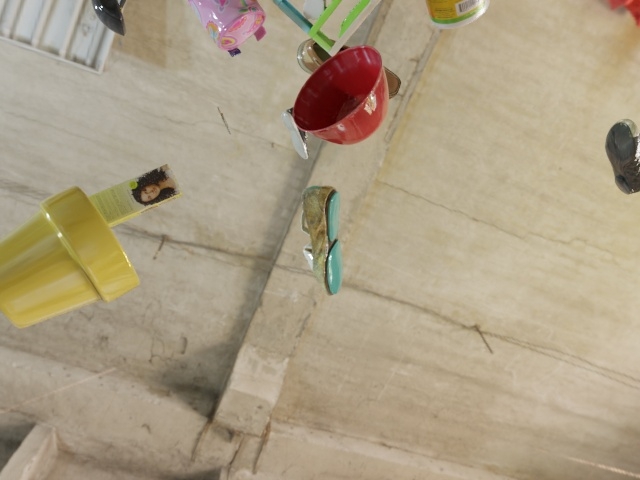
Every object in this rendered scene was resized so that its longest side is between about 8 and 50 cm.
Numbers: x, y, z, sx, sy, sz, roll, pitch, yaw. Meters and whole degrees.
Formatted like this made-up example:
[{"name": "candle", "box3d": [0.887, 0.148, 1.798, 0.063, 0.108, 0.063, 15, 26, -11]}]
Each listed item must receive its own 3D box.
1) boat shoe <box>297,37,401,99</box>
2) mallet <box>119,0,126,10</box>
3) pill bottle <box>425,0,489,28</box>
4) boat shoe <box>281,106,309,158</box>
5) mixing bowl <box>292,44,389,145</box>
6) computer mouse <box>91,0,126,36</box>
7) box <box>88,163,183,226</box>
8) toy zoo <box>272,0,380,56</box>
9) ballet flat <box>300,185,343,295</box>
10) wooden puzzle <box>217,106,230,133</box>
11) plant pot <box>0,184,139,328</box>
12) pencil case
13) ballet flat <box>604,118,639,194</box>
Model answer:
[{"name": "boat shoe", "box3d": [0.091, -0.496, 1.345, 0.323, 0.123, 0.120, 13, -176, -18]}, {"name": "mallet", "box3d": [-0.575, -0.780, 1.412, 0.039, 0.189, 0.062, 49, -142, 5]}, {"name": "pill bottle", "box3d": [0.277, -0.603, 0.988, 0.136, 0.136, 0.246, 46, 174, 43]}, {"name": "boat shoe", "box3d": [-0.049, -0.249, 1.070, 0.038, 0.125, 0.046, -41, -146, -22]}, {"name": "mixing bowl", "box3d": [0.051, -0.235, 0.809, 0.098, 0.181, 0.181, 39, -172, -42]}, {"name": "computer mouse", "box3d": [-0.578, -0.638, 1.210, 0.060, 0.262, 0.184, -20, 179, -21]}, {"name": "box", "box3d": [-0.472, -0.106, 1.155, 0.087, 0.232, 0.058, 64, 171, -4]}, {"name": "toy zoo", "box3d": [-0.026, -0.514, 0.853, 0.293, 0.192, 0.030, 38, -139, -17]}, {"name": "ballet flat", "box3d": [0.000, 0.000, 1.311, 0.123, 0.349, 0.123, -2, -147, 2]}, {"name": "wooden puzzle", "box3d": [-0.269, -0.335, 1.298, 0.006, 0.083, 0.049, -23, -130, -2]}, {"name": "plant pot", "box3d": [-0.551, 0.049, 0.957, 0.239, 0.254, 0.254, -34, -126, -27]}, {"name": "pencil case", "box3d": [-0.221, -0.525, 0.922, 0.284, 0.124, 0.124, 57, -155, -1]}, {"name": "ballet flat", "box3d": [0.515, -0.143, 0.768, 0.173, 0.049, 0.057, 45, -172, -43]}]
